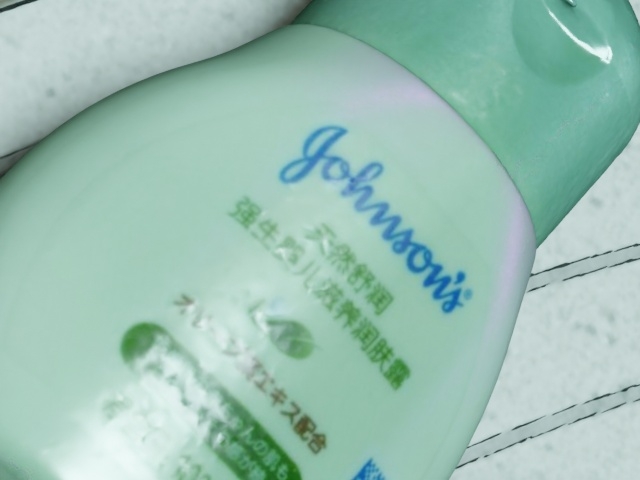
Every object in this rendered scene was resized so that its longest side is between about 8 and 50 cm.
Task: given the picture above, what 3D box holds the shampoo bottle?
[{"bbox_3d":[0.000,0.000,0.825,0.222,0.151,0.349,47,69,-11],"label":"shampoo bottle"}]
